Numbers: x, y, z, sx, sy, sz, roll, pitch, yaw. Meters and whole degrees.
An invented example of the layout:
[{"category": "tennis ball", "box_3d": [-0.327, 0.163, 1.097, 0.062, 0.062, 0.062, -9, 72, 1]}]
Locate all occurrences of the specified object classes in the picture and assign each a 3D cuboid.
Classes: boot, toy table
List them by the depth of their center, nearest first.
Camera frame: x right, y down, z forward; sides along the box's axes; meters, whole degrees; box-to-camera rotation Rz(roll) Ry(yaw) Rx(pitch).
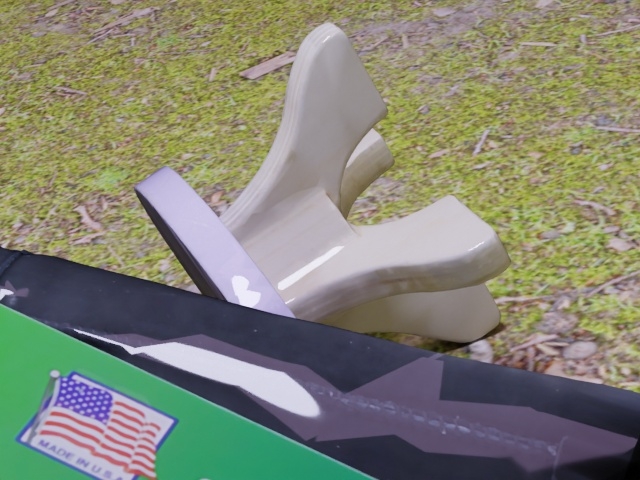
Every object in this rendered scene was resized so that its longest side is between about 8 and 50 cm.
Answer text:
[{"category": "boot", "box_3d": [-0.042, 0.122, 0.924, 0.445, 0.367, 0.146, 12, 73, 15]}, {"category": "toy table", "box_3d": [0.000, 0.000, 1.122, 0.161, 0.252, 0.274, -35, 42, -6]}]

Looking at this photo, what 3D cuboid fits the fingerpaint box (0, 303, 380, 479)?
[{"category": "fingerpaint box", "box_3d": [-0.225, 0.162, 0.554, 0.445, 0.371, 0.163, 24, 37, 9]}]
